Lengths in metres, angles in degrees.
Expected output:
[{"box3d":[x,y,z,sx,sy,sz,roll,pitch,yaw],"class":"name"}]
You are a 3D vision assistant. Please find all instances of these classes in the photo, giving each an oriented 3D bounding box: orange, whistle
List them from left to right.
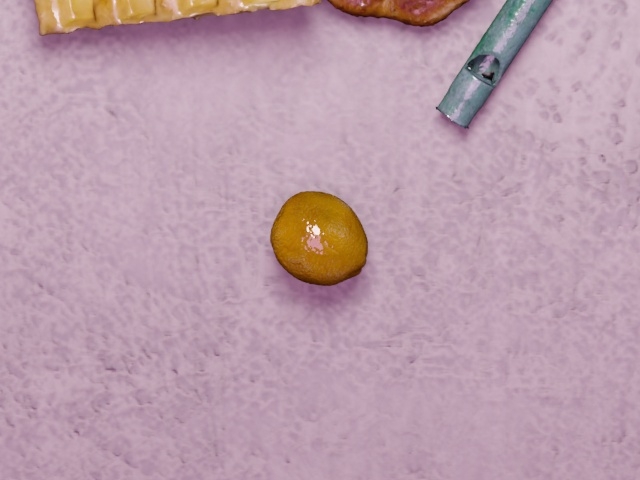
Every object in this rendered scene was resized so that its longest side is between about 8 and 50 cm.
[{"box3d":[0.000,0.000,1.732,0.095,0.085,0.085,33,102,-11],"class":"orange"},{"box3d":[0.171,-0.188,1.703,0.039,0.039,0.186,33,102,-4],"class":"whistle"}]

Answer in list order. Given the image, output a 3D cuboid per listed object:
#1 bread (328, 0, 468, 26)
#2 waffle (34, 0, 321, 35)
[{"box3d":[0.069,-0.284,1.677,0.193,0.064,0.193,2,108,5],"class":"bread"},{"box3d":[-0.132,-0.277,1.662,0.274,0.057,0.168,-5,99,17],"class":"waffle"}]
